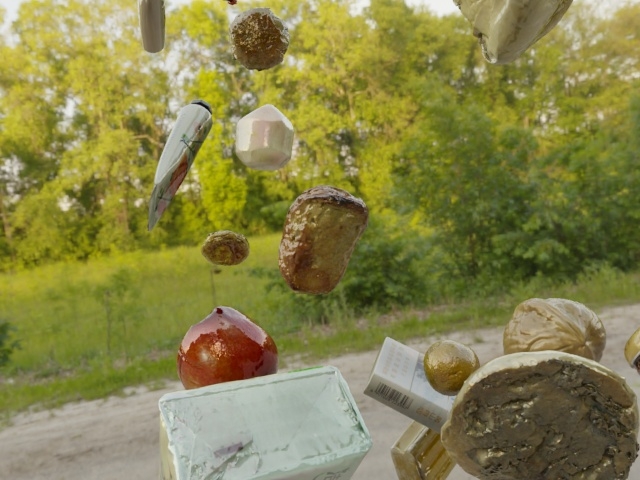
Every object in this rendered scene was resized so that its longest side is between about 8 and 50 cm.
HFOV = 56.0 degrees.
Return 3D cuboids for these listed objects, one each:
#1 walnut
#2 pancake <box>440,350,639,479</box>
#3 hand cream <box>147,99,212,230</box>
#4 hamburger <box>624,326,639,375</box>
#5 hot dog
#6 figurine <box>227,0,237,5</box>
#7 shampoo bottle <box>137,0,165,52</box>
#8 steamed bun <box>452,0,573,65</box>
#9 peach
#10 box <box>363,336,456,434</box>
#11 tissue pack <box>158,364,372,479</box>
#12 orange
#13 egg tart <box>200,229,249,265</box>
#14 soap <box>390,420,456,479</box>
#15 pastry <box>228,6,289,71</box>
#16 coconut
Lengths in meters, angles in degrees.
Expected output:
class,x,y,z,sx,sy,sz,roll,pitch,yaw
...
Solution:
class,x,y,z,sx,sy,sz,roll,pitch,yaw
walnut,0.526,0.229,1.352,0.228,0.227,0.228,-8,5,1
pancake,0.301,0.260,0.818,0.283,0.282,0.049,-7,30,11
hand cream,-0.195,-0.116,0.823,0.050,0.080,0.234,15,46,-5
hamburger,0.655,0.212,1.124,0.175,0.175,0.137,-10,46,-31
hot dog,0.000,-0.003,1.344,0.175,0.259,0.114,16,26,-16
figurine,-0.192,-0.537,1.221,0.047,0.105,0.060,-5,-1,16
shampoo bottle,-0.499,-0.684,1.777,0.078,0.127,0.256,9,-36,-4
steamed bun,0.399,-0.575,1.248,0.231,0.372,0.325,-21,2,0
peach,-0.230,0.293,1.531,0.246,0.274,0.248,3,44,7
box,0.218,0.312,1.259,0.233,0.067,0.149,26,29,6
tissue pack,-0.128,0.425,1.125,0.332,0.205,0.404,-7,-39,-22
orange,0.197,0.191,0.910,0.085,0.085,0.095,-7,1,8
egg tart,-0.245,0.013,1.550,0.131,0.130,0.052,-7,49,3
soap,0.263,0.472,1.396,0.073,0.140,0.232,-5,19,42
pastry,-0.149,-0.484,1.451,0.153,0.153,0.081,-9,4,-12
coconut,-0.158,-0.291,1.681,0.171,0.182,0.171,1,-8,0
